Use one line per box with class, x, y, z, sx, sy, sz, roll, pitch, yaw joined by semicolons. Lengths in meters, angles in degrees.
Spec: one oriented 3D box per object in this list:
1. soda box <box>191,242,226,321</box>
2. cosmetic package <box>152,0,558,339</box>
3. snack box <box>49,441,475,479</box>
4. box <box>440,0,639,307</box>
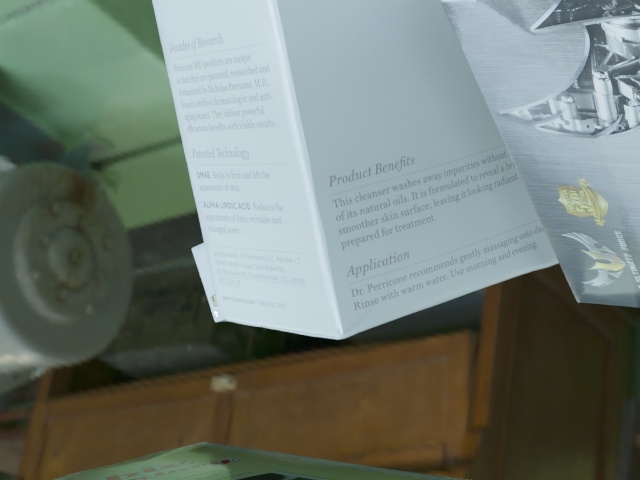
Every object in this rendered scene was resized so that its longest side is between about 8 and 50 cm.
soda box;0.000;0.000;1.172;0.216;0.074;0.069;-24;168;24
cosmetic package;0.019;-0.152;0.861;0.217;0.385;0.156;-15;-171;-31
snack box;-0.115;0.110;0.293;0.322;0.060;0.187;-10;-178;-32
box;0.186;-0.054;0.686;0.183;0.056;0.231;4;140;36
